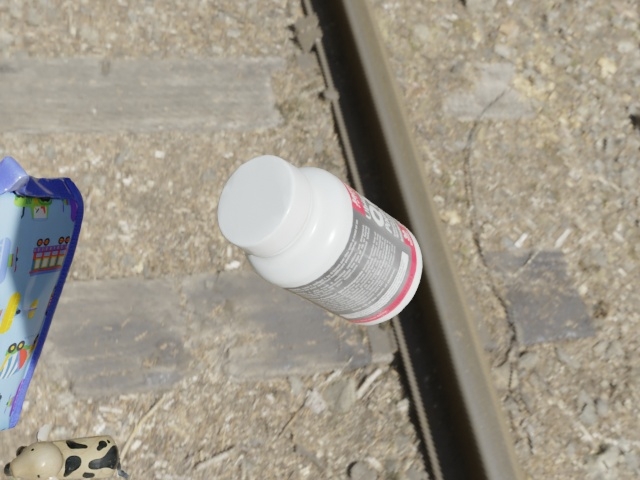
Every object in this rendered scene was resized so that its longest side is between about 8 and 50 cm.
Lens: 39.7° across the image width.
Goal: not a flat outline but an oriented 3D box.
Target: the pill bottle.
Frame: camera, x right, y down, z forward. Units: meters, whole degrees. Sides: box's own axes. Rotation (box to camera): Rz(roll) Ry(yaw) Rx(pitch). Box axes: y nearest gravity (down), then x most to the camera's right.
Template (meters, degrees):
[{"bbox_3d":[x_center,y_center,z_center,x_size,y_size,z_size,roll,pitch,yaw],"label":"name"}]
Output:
[{"bbox_3d":[0.000,0.000,1.275,0.318,0.176,0.176,31,39,-50],"label":"pill bottle"}]

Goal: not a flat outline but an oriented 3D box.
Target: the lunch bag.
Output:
[{"bbox_3d":[-0.346,0.053,0.830,0.138,0.293,0.221,40,18,19],"label":"lunch bag"}]

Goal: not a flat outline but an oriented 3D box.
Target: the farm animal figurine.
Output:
[{"bbox_3d":[-0.377,0.308,0.980,0.327,0.172,0.330,47,47,-28],"label":"farm animal figurine"}]
